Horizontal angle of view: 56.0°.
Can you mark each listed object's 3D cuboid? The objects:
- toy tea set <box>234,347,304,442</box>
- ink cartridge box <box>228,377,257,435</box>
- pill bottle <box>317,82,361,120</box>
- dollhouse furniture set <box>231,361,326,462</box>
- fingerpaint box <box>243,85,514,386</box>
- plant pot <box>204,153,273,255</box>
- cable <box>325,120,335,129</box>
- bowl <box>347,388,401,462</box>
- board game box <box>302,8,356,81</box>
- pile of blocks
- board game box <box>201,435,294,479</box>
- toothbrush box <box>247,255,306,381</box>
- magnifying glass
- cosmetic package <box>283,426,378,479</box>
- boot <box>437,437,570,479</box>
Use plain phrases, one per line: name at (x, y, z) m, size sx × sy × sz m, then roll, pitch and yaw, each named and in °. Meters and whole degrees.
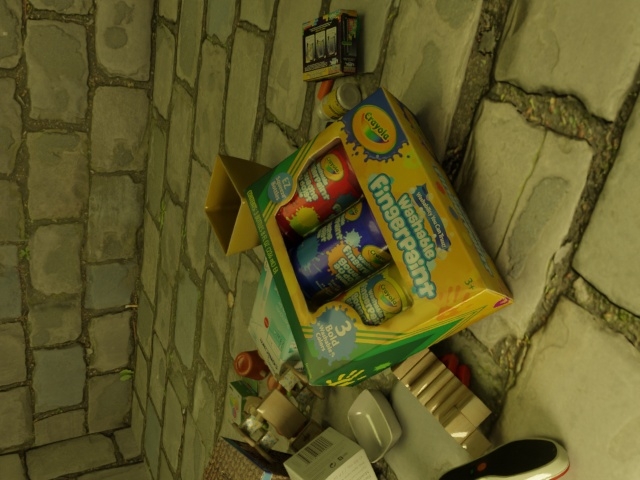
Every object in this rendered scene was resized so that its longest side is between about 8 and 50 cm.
toy tea set at (-0.141, 0.453, 1.837) m, size 0.200 × 0.124 × 0.336 m, roll -27°, pitch 65°, yaw 26°
ink cartridge box at (-0.269, 0.551, 2.074) m, size 0.109 × 0.062 × 0.209 m, roll 26°, pitch 116°, yaw 56°
pill bottle at (0.040, -0.324, 1.427) m, size 0.116 × 0.065 × 0.065 m, roll -15°, pitch 81°, yaw 60°
dollhouse furniture set at (-0.059, 0.483, 1.544) m, size 0.242 × 0.212 × 0.161 m, roll 51°, pitch 163°, yaw -27°
fingerpaint box at (0.087, -0.001, 1.153) m, size 0.371 × 0.163 × 0.444 m, roll -33°, pitch 62°, yaw 23°
plant pot at (-0.200, -0.107, 1.741) m, size 0.212 × 0.187 × 0.212 m, roll 58°, pitch 141°, yaw 37°
cable at (0.059, -0.150, 1.460) m, size 0.139 × 0.072 × 0.287 m, roll 105°, pitch 160°, yaw -59°
bowl at (0.132, 0.425, 1.395) m, size 0.142 × 0.053 × 0.142 m, roll 62°, pitch 143°, yaw 35°
board game box at (0.020, -0.453, 1.416) m, size 0.170 × 0.048 × 0.141 m, roll 12°, pitch 106°, yaw 57°
pile of blocks at (0.221, 0.261, 1.199) m, size 0.112 × 0.149 × 0.362 m, roll -44°, pitch 55°, yaw -1°
board game box at (-0.126, 0.651, 1.582) m, size 0.232 × 0.291 × 0.141 m, roll 11°, pitch 75°, yaw 52°
toothbrush box at (-0.082, 0.200, 1.651) m, size 0.216 × 0.126 × 0.295 m, roll 52°, pitch 138°, yaw 42°
magnifying glass at (0.039, -0.443, 1.456) m, size 0.092 × 0.026 × 0.231 m, roll 58°, pitch 138°, yaw 36°
cosmetic package at (0.037, 0.579, 1.426) m, size 0.151 × 0.151 × 0.183 m, roll 8°, pitch 126°, yaw 59°
boot at (0.344, 0.447, 1.031) m, size 0.244 × 0.088 × 0.176 m, roll -35°, pitch 97°, yaw 30°
